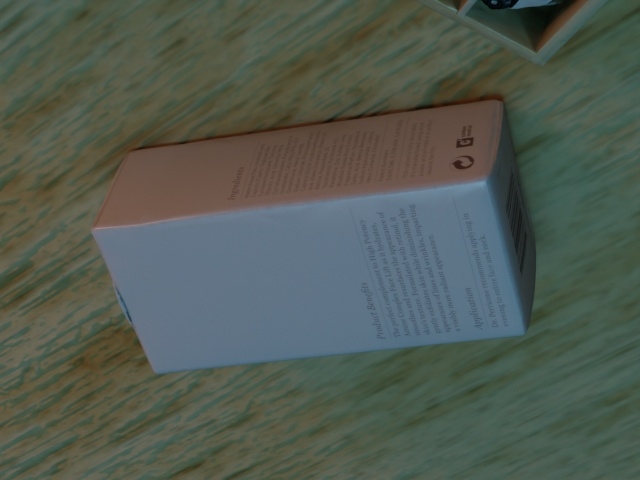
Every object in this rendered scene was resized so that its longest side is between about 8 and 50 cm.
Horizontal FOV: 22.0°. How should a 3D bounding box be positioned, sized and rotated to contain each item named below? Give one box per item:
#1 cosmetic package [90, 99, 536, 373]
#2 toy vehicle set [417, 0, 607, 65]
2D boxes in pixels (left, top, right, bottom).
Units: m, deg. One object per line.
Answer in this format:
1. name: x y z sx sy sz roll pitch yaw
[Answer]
1. cosmetic package: 0.000 0.000 0.944 0.231 0.085 0.117 -5 127 16
2. toy vehicle set: 0.097 -0.193 0.743 0.166 0.035 0.267 26 149 -10
